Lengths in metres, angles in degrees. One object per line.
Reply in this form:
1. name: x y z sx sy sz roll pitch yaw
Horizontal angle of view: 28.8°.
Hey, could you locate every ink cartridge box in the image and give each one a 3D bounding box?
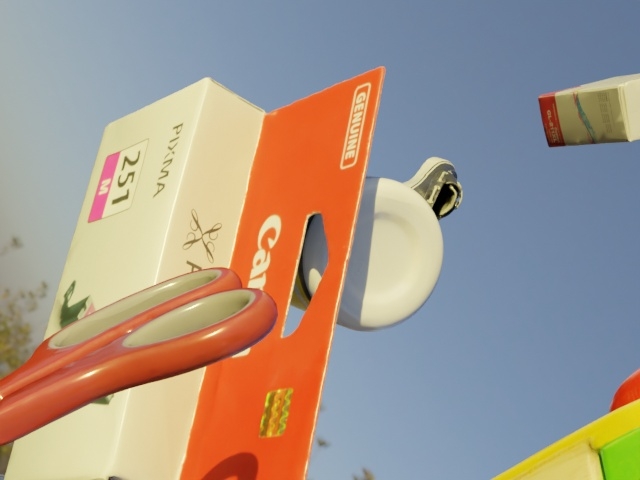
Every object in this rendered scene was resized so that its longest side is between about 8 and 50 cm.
1. ink cartridge box: -0.082 0.025 0.777 0.060 0.275 0.239 28 -28 -33
2. ink cartridge box: 0.375 -0.164 1.545 0.175 0.127 0.072 -174 -109 -68

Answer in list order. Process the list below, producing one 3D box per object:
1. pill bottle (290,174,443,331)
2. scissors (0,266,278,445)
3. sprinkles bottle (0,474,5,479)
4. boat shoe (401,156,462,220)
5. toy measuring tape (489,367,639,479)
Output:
1. pill bottle: 0.000 0.000 0.882 0.184 0.103 0.103 16 -50 63
2. scissors: -0.146 0.079 0.504 0.109 0.297 0.021 11 -57 57
3. sprinkles bottle: -0.374 0.268 1.214 0.121 0.121 0.355 59 -3 21
4. boat shoe: 0.164 -0.061 1.777 0.070 0.219 0.077 13 -66 21
5. toy measuring tape: 0.097 0.123 0.421 0.330 0.121 0.121 -42 -109 41
